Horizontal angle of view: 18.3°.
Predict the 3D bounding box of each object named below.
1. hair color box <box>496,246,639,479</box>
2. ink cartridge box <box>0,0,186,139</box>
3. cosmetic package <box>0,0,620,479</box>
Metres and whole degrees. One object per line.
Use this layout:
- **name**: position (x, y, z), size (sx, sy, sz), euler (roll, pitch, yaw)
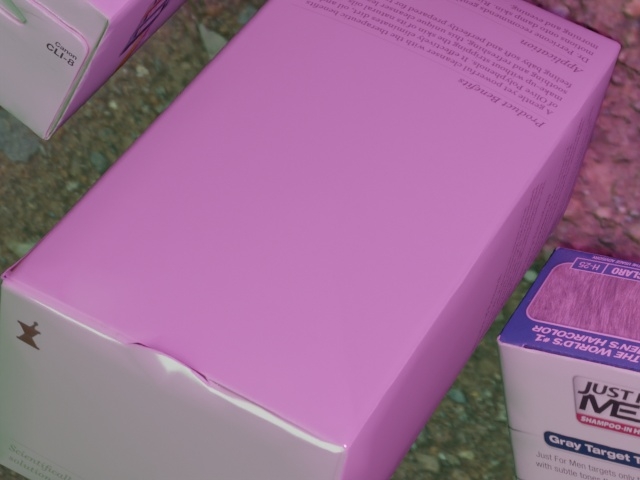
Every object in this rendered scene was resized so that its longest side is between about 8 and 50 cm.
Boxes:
- **hair color box**: position (0.227, 0.181, 1.293), size (0.174, 0.105, 0.347), euler (12, 133, 27)
- **ink cartridge box**: position (-0.147, -0.177, 1.182), size (0.128, 0.176, 0.127), euler (38, 139, 1)
- **cosmetic package**: position (0.000, 0.000, 1.094), size (0.197, 0.365, 0.155), euler (27, 138, 14)
